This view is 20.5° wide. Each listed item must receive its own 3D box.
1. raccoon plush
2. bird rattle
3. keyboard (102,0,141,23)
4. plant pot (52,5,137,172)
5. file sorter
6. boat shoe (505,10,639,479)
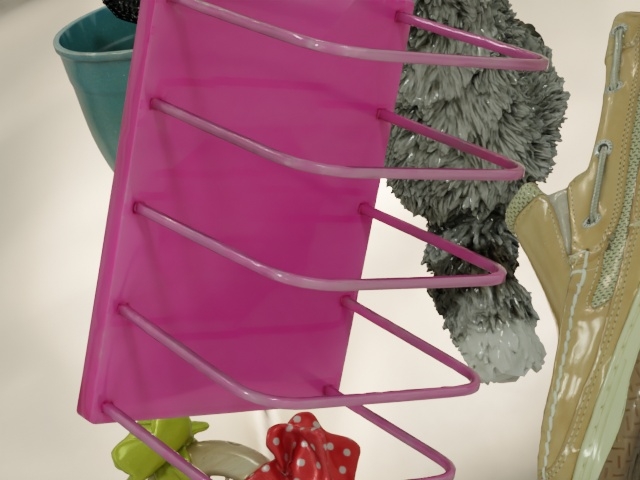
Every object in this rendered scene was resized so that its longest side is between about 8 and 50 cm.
[{"bbox_3d":[0.139,-0.125,1.637,0.216,0.299,0.446,-24,63,2],"label":"raccoon plush"},{"bbox_3d":[-0.090,0.260,1.773,0.254,0.206,0.143,11,8,-3],"label":"bird rattle"},{"bbox_3d":[-0.174,-0.246,1.987,0.192,0.100,0.038,16,68,28],"label":"keyboard"},{"bbox_3d":[-0.145,-0.144,2.048,0.272,0.255,0.271,-11,22,4],"label":"plant pot"},{"bbox_3d":[0.000,0.000,1.101,0.202,0.290,0.182,-1,18,-38],"label":"file sorter"},{"bbox_3d":[0.093,0.003,0.566,0.072,0.068,0.190,12,57,20],"label":"boat shoe"}]
